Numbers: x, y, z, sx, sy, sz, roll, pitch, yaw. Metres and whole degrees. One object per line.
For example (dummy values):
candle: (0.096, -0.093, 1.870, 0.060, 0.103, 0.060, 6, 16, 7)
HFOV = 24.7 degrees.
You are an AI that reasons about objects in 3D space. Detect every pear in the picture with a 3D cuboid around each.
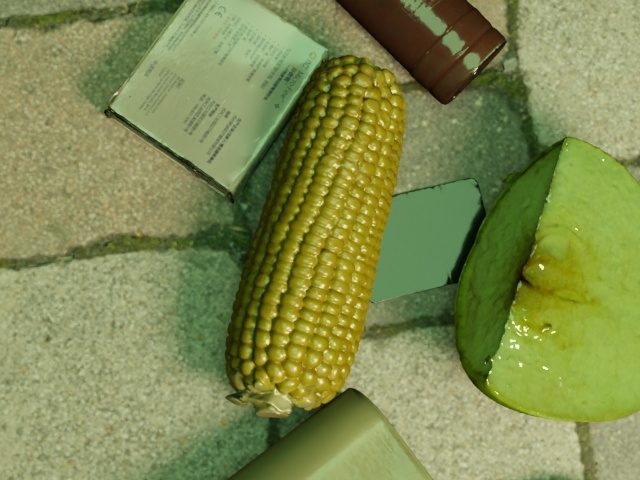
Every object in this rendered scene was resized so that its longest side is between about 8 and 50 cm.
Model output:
pear: (0.275, 0.066, 1.558, 0.239, 0.139, 0.288, 24, 76, -17)

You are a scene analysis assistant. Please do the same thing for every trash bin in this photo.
trash bin: (0.005, 0.312, 1.500, 0.247, 0.121, 0.243, -38, 87, -13)

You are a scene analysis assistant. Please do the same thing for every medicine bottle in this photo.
medicine bottle: (-0.109, -0.170, 1.587, 0.171, 0.052, 0.201, 33, 79, 0)

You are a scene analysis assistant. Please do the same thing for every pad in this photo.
pad: (0.111, 0.000, 1.610, 0.157, 0.003, 0.112, -13, 83, -8)

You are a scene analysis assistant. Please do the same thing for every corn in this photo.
corn: (0.000, 0.000, 1.534, 0.144, 0.144, 0.387, 18, 78, -3)

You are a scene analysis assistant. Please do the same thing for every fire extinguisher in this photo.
fire extinguisher: (0.058, -0.310, 1.609, 0.344, 0.102, 0.138, 45, 48, 3)
